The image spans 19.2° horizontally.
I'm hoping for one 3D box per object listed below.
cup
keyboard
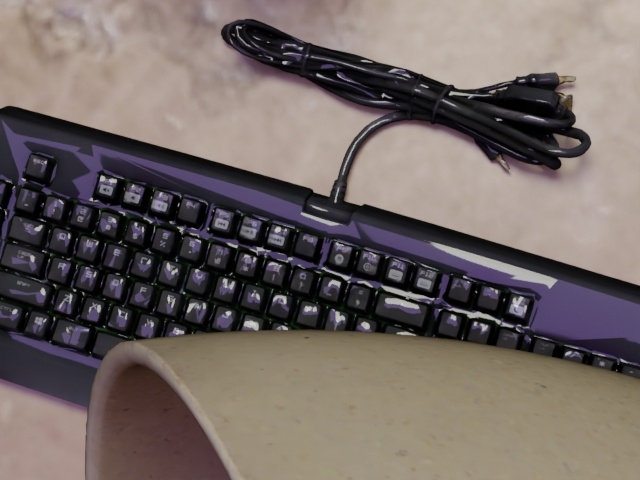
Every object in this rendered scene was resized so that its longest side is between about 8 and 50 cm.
[{"bbox_3d":[0.074,0.175,0.687,0.237,0.331,0.331,-11,82,-19],"label":"cup"},{"bbox_3d":[0.000,0.000,0.830,0.317,0.033,0.202,16,86,7],"label":"keyboard"}]
